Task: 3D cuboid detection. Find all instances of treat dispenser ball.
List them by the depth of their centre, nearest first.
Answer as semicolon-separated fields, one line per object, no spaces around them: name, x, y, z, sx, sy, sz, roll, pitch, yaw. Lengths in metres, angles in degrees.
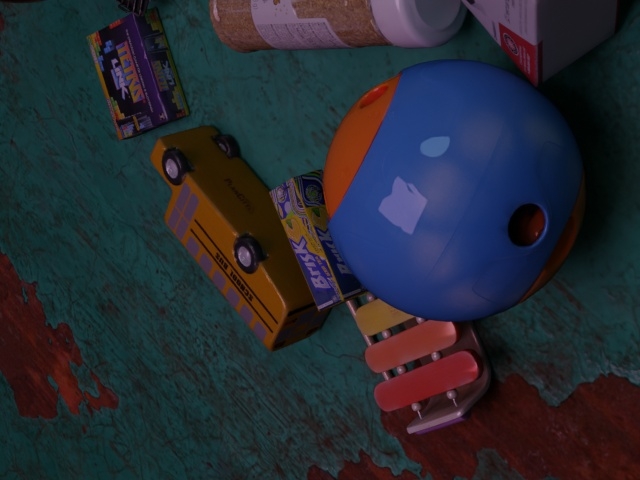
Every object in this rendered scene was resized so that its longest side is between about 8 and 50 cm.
treat dispenser ball;0.145;-0.055;1.530;0.288;0.288;0.288;21;120;42

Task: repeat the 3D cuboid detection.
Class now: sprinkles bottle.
sprinkles bottle;0.014;-0.292;1.714;0.355;0.121;0.121;6;109;47

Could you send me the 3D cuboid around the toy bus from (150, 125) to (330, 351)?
toy bus;-0.117;-0.011;1.986;0.332;0.108;0.130;49;137;23

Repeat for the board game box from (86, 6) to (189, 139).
board game box;-0.278;-0.250;2.117;0.141;0.048;0.170;-15;94;51

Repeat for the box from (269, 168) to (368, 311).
box;0.000;0.000;1.771;0.059;0.054;0.169;-28;84;51

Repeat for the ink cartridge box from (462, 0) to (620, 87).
ink cartridge box;0.184;-0.324;1.444;0.273;0.114;0.197;54;176;21

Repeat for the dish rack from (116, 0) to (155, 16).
dish rack;-0.307;-0.463;2.049;0.271;0.074;0.208;38;132;31

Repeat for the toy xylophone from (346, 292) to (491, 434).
toy xylophone;0.098;0.097;1.806;0.236;0.081;0.322;-40;74;49

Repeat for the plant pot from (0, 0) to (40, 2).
plant pot;-0.420;-0.491;1.973;0.215;0.215;0.230;-37;63;49
